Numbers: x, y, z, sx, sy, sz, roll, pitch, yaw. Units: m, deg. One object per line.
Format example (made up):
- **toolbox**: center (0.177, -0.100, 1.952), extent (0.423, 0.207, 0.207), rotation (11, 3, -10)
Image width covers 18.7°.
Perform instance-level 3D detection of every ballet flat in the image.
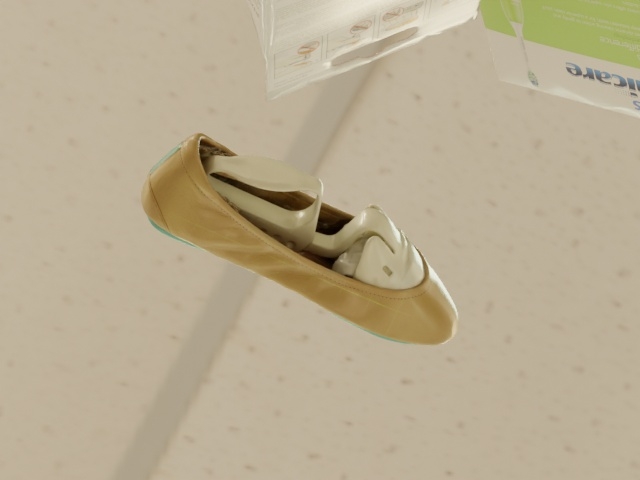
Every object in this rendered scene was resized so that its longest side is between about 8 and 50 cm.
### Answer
- **ballet flat**: center (0.000, 0.000, 1.240), extent (0.073, 0.232, 0.080), rotation (-55, -159, 36)

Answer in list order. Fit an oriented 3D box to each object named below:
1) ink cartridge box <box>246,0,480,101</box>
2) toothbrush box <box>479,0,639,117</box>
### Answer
- **ink cartridge box**: center (0.034, -0.198, 1.411), extent (0.189, 0.232, 0.066), rotation (-22, -102, -9)
- **toothbrush box**: center (0.223, -0.241, 1.510), extent (0.206, 0.283, 0.122), rotation (19, -127, 36)
